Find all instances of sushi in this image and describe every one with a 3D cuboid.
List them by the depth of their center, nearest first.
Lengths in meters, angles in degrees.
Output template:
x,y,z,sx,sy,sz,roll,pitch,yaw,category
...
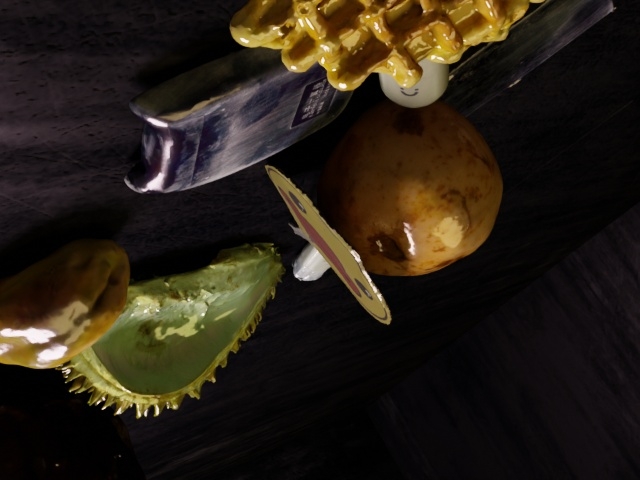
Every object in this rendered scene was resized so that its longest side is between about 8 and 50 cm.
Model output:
x,y,z,sx,sy,sz,roll,pitch,yaw,category
-0.407,0.362,1.107,0.281,0.299,0.294,-53,154,15,sushi

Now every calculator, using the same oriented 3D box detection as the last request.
x,y,z,sx,sy,sz,roll,pitch,yaw,category
-0.059,-0.128,0.785,0.268,0.040,0.177,-29,164,-26,calculator
0.240,-0.234,0.999,0.261,0.021,0.161,-35,162,14,calculator

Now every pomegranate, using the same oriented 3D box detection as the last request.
x,y,z,sx,sy,sz,roll,pitch,yaw,category
0.102,-0.068,0.954,0.215,0.215,0.215,-28,162,-10,pomegranate

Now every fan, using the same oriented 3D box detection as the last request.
x,y,z,sx,sy,sz,roll,pitch,yaw,category
-0.001,0.001,0.971,0.011,0.230,0.335,-38,-168,-6,fan

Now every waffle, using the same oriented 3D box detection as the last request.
x,y,z,sx,sy,sz,roll,pitch,yaw,category
0.072,-0.234,0.566,0.309,0.065,0.283,-5,132,-27,waffle

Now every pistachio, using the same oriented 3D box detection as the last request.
x,y,z,sx,sy,sz,roll,pitch,yaw,category
-0.279,0.073,0.851,0.189,0.110,0.100,-28,-166,-11,pistachio

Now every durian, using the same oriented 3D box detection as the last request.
x,y,z,sx,sy,sz,roll,pitch,yaw,category
-0.202,0.098,1.108,0.394,0.163,0.198,-23,122,-36,durian

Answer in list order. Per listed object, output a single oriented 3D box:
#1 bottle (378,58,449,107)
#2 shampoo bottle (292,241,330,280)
x,y,z,sx,sy,sz,roll,pitch,yaw,category
0.082,-0.199,0.746,0.072,0.072,0.201,-30,159,-2,bottle
0.030,-0.015,1.198,0.072,0.049,0.212,-17,157,-46,shampoo bottle
